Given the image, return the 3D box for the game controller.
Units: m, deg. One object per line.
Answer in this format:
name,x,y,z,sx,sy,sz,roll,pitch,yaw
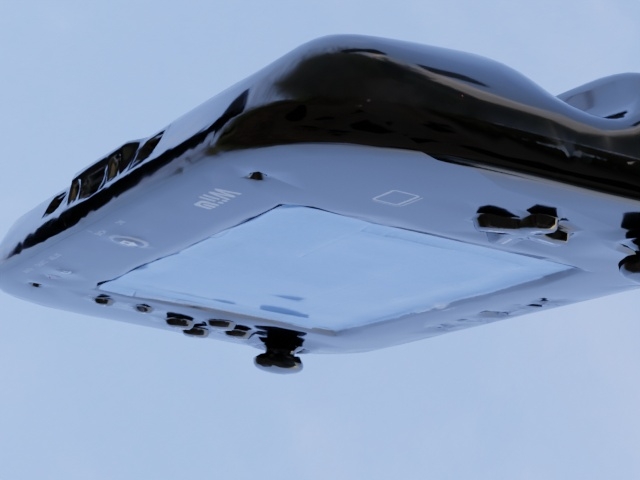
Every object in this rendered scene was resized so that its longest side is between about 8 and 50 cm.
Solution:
game controller,0.000,0.000,0.605,0.166,0.319,0.067,3,-101,-25
